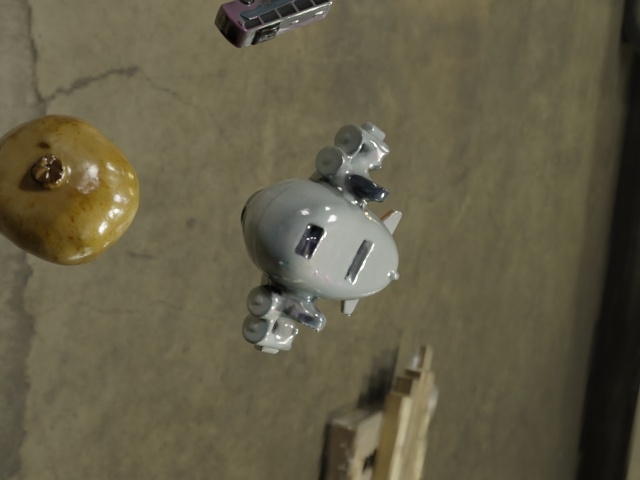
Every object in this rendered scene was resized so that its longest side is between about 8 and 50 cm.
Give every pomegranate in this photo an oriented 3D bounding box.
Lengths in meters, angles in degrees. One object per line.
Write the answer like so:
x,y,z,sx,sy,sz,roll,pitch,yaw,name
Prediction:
-0.306,-0.063,1.256,0.196,0.196,0.196,-34,129,-57,pomegranate

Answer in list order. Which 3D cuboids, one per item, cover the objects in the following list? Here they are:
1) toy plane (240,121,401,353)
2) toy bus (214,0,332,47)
0.000,0.000,1.013,0.245,0.117,0.244,-36,141,-35,toy plane
-0.050,-0.248,1.159,0.131,0.052,0.037,-27,164,-31,toy bus
